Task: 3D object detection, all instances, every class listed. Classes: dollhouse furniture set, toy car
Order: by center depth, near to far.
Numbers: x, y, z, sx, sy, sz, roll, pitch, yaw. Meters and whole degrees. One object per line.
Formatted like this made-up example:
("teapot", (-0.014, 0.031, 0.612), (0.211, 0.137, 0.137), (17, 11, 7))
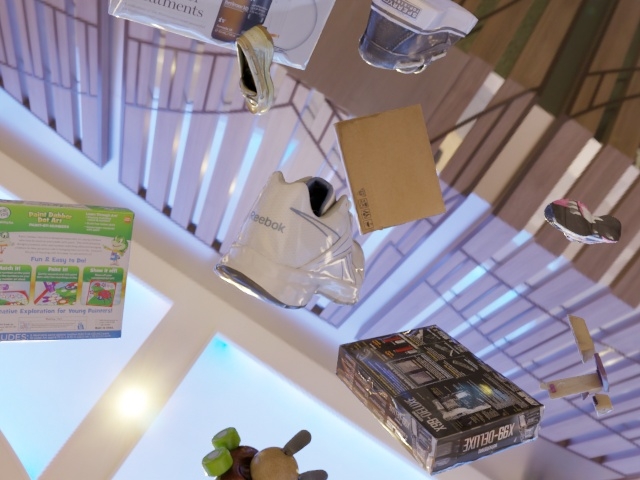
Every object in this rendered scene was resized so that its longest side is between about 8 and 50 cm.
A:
("dollhouse furniture set", (0.330, 0.169, 0.859), (0.081, 0.091, 0.114), (-16, -141, 15))
("toy car", (-0.088, 0.405, 1.136), (0.188, 0.149, 0.155), (-23, -81, 8))

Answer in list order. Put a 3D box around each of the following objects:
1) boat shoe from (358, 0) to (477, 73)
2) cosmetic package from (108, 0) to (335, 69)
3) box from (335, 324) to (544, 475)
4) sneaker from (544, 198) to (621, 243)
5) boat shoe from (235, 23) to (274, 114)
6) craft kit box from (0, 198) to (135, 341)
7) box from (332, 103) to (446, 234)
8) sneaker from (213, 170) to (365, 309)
("boat shoe", (0.125, -0.271, 0.837), (0.108, 0.102, 0.301), (33, -152, 8))
("cosmetic package", (-0.150, -0.484, 1.114), (0.376, 0.285, 0.098), (9, -139, -24))
("box", (0.208, 0.274, 1.173), (0.242, 0.077, 0.307), (-7, -155, -30))
("sneaker", (0.507, -0.025, 1.269), (0.178, 0.077, 0.072), (20, -112, -21))
("boat shoe", (-0.097, -0.231, 0.898), (0.048, 0.153, 0.056), (-34, -109, -24))
("craft kit box", (-0.476, 0.056, 1.148), (0.249, 0.061, 0.247), (4, -77, -31))
("box", (0.124, -0.126, 1.127), (0.164, 0.021, 0.201), (-15, -88, -13))
("sneaker", (0.000, 0.000, 0.710), (0.110, 0.297, 0.129), (25, -84, 16))
